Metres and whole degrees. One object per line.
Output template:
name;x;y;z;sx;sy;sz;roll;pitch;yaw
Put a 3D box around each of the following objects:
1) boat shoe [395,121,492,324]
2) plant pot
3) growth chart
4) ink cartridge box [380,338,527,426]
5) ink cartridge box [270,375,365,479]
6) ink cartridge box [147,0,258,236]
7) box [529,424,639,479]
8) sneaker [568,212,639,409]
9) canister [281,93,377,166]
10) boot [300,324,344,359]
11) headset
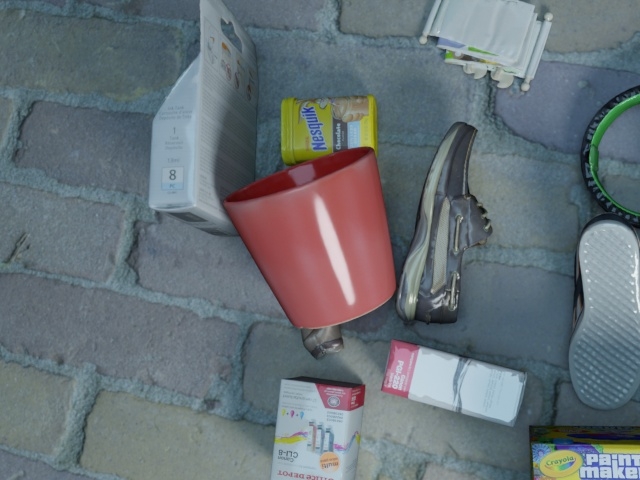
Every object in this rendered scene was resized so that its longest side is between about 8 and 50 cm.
boat shoe;0.227;-0.023;1.375;0.130;0.132;0.355;15;95;6
plant pot;0.000;0.000;1.339;0.275;0.275;0.243;-17;102;11
growth chart;0.298;-0.379;1.447;0.237;0.021;0.172;27;90;16
ink cartridge box;0.223;0.233;1.311;0.217;0.158;0.092;11;84;15
ink cartridge box;-0.003;0.331;1.370;0.128;0.127;0.176;4;84;14
ink cartridge box;-0.197;-0.216;1.399;0.091;0.308;0.385;-2;82;12
box;0.459;0.373;1.171;0.289;0.279;0.177;-3;81;13
sneaker;0.473;0.110;1.294;0.126;0.127;0.321;5;108;20
canister;0.018;-0.205;1.467;0.169;0.073;0.126;-2;82;12
boot;0.020;0.158;1.437;0.118;0.042;0.087;-28;83;10
headset;0.613;-0.141;1.252;0.394;0.185;0.243;1;83;25
